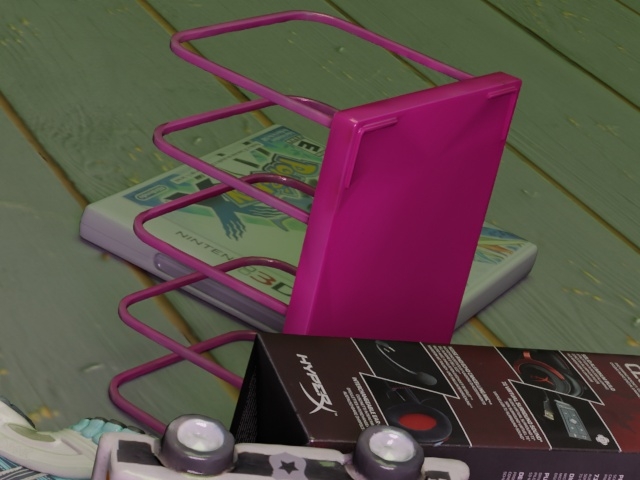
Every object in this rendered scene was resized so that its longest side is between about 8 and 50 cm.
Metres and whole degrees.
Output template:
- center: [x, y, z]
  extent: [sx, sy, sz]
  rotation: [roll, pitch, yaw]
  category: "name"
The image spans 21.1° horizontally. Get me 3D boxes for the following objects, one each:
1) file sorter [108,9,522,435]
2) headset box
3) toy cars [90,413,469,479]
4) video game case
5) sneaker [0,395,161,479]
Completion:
- center: [-0.018, 0.002, 1.221]
  extent: [0.182, 0.290, 0.202]
  rotation: [27, 27, 29]
  category: "file sorter"
- center: [0.087, 0.177, 1.000]
  extent: [0.293, 0.218, 0.110]
  rotation: [5, 28, -23]
  category: "headset box"
- center: [0.044, 0.215, 0.874]
  extent: [0.393, 0.176, 0.087]
  rotation: [46, 16, -30]
  category: "toy cars"
- center: [0.000, 0.000, 1.529]
  extent: [0.300, 0.036, 0.329]
  rotation: [26, 26, 20]
  category: "video game case"
- center: [-0.188, 0.157, 0.965]
  extent: [0.283, 0.110, 0.122]
  rotation: [2, 49, 41]
  category: "sneaker"
